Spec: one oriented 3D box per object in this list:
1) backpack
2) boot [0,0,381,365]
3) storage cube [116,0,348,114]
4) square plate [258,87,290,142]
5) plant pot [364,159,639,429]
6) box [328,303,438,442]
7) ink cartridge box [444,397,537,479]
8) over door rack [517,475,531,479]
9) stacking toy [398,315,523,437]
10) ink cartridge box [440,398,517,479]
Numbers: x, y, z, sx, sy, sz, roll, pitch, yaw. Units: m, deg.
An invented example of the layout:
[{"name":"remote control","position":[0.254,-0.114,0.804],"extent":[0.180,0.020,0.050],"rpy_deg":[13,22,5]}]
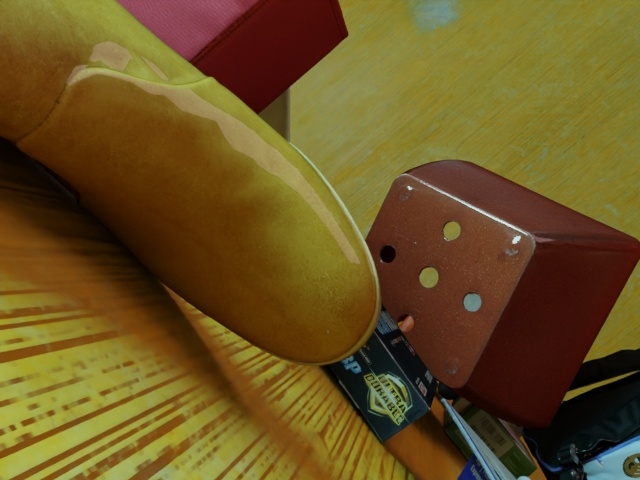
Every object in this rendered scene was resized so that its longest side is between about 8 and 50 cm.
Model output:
[{"name":"backpack","position":[0.417,0.263,1.039],"extent":[0.213,0.263,0.276],"rpy_deg":[58,5,-5]},{"name":"boot","position":[-0.105,-0.049,0.348],"extent":[0.295,0.104,0.211],"rpy_deg":[46,9,11]},{"name":"storage cube","position":[-0.116,-0.177,0.588],"extent":[0.183,0.193,0.215],"rpy_deg":[50,5,6]},{"name":"square plate","position":[-0.074,-0.177,0.871],"extent":[0.344,0.049,0.347],"rpy_deg":[-118,-152,-70]},{"name":"plant pot","position":[0.176,0.051,0.958],"extent":[0.267,0.267,0.236],"rpy_deg":[30,9,31]},{"name":"box","position":[0.037,0.085,0.753],"extent":[0.175,0.051,0.220],"rpy_deg":[55,6,10]},{"name":"ink cartridge box","position":[0.227,0.266,1.109],"extent":[0.109,0.062,0.209],"rpy_deg":[51,4,9]},{"name":"over door rack","position":[0.367,0.350,0.817],"extent":[0.324,0.108,0.239],"rpy_deg":[48,-31,-21]},{"name":"stacking toy","position":[0.198,0.177,1.287],"extent":[0.330,0.141,0.141],"rpy_deg":[43,3,12]},{"name":"ink cartridge box","position":[0.207,0.299,0.647],"extent":[0.371,0.069,0.175],"rpy_deg":[51,5,-22]}]
